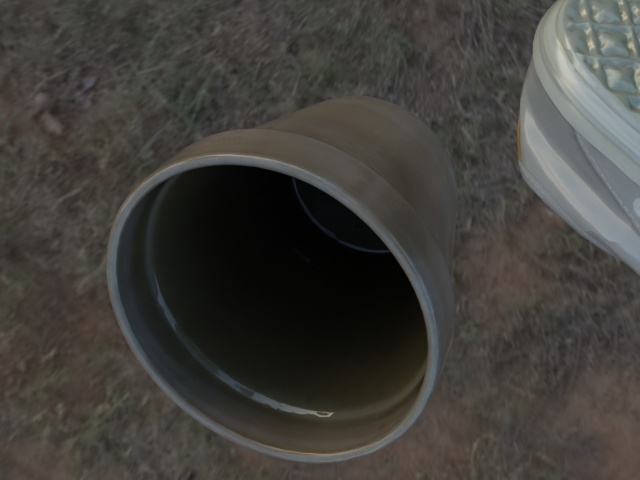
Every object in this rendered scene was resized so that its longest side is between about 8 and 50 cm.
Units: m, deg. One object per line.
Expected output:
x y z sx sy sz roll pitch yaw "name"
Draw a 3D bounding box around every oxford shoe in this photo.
0.285 0.033 0.728 0.449 0.169 0.130 44 149 12 "oxford shoe"

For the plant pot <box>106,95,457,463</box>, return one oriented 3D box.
0.000 0.000 1.253 0.323 0.280 0.323 12 125 17 "plant pot"
